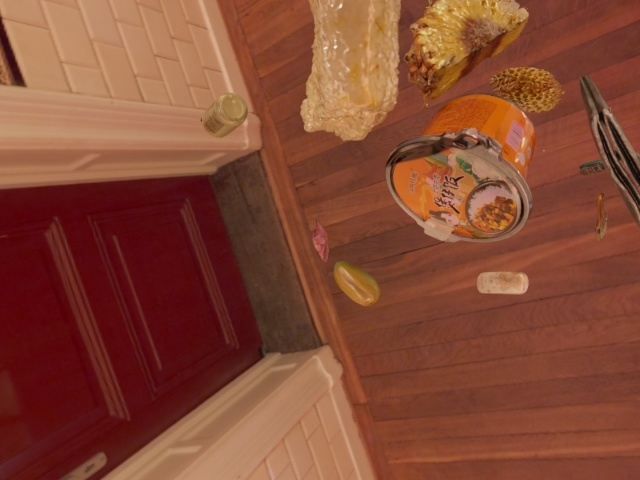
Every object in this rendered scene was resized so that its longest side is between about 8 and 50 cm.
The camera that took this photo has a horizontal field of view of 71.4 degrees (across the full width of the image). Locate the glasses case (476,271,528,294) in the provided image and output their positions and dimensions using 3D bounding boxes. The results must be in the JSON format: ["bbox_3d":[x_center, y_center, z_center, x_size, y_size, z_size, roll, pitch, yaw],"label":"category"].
[{"bbox_3d":[0.636,0.150,1.567,0.204,0.051,0.081,-12,70,61],"label":"glasses case"}]

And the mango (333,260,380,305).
[{"bbox_3d":[0.161,0.190,2.018,0.251,0.156,0.114,42,141,4],"label":"mango"}]

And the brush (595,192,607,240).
[{"bbox_3d":[0.594,-0.052,0.943,0.014,0.170,0.043,23,77,39],"label":"brush"}]

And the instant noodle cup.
[{"bbox_3d":[0.185,-0.100,0.556,0.177,0.125,0.208,32,156,1],"label":"instant noodle cup"}]

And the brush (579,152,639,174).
[{"bbox_3d":[0.942,-0.249,1.463,0.043,0.032,0.193,40,161,-16],"label":"brush"}]

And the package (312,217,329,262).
[{"bbox_3d":[0.000,0.000,0.933,0.029,0.059,0.083,-12,130,17],"label":"package"}]

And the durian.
[{"bbox_3d":[0.688,-0.497,1.480,0.252,0.139,0.144,3,107,14],"label":"durian"}]

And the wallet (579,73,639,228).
[{"bbox_3d":[0.555,-0.153,0.828,0.054,0.251,0.290,-29,106,32],"label":"wallet"}]

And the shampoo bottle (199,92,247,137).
[{"bbox_3d":[-0.241,-0.296,1.085,0.162,0.079,0.079,-9,97,59],"label":"shampoo bottle"}]

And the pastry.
[{"bbox_3d":[0.031,-0.242,0.499,0.121,0.089,0.258,2,105,-1],"label":"pastry"}]

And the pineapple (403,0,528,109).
[{"bbox_3d":[0.201,-0.320,0.697,0.233,0.079,0.135,-39,76,-18],"label":"pineapple"}]
